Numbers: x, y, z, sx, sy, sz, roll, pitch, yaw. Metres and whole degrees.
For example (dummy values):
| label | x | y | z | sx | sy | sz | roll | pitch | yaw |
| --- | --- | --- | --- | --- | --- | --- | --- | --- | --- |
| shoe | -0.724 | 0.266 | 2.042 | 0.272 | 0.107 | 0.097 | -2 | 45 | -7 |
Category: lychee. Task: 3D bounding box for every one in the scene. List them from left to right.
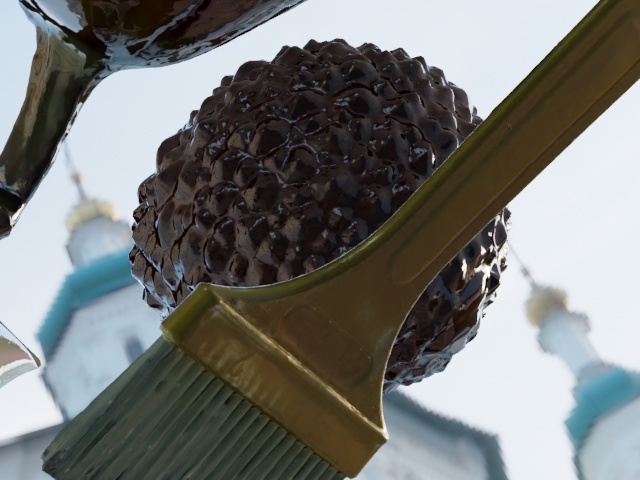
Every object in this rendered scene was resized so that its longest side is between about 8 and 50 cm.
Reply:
| label | x | y | z | sx | sy | sz | roll | pitch | yaw |
| --- | --- | --- | --- | --- | --- | --- | --- | --- | --- |
| lychee | 0.000 | 0.000 | 1.310 | 0.264 | 0.264 | 0.300 | 34 | -102 | -36 |

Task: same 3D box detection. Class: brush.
| label | x | y | z | sx | sy | sz | roll | pitch | yaw |
| --- | --- | --- | --- | --- | --- | --- | --- | --- | --- |
| brush | 0.028 | -0.004 | 0.440 | 0.205 | 0.011 | 0.083 | -46 | -45 | 1 |

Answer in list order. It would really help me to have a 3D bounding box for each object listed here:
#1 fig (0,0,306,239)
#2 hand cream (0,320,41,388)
| label | x | y | z | sx | sy | sz | roll | pitch | yaw |
| --- | --- | --- | --- | --- | --- | --- | --- | --- | --- |
| fig | -0.041 | -0.117 | 0.545 | 0.149 | 0.148 | 0.202 | -3 | -70 | 15 |
| hand cream | -0.195 | 0.064 | 0.983 | 0.078 | 0.205 | 0.050 | 43 | -80 | -5 |
